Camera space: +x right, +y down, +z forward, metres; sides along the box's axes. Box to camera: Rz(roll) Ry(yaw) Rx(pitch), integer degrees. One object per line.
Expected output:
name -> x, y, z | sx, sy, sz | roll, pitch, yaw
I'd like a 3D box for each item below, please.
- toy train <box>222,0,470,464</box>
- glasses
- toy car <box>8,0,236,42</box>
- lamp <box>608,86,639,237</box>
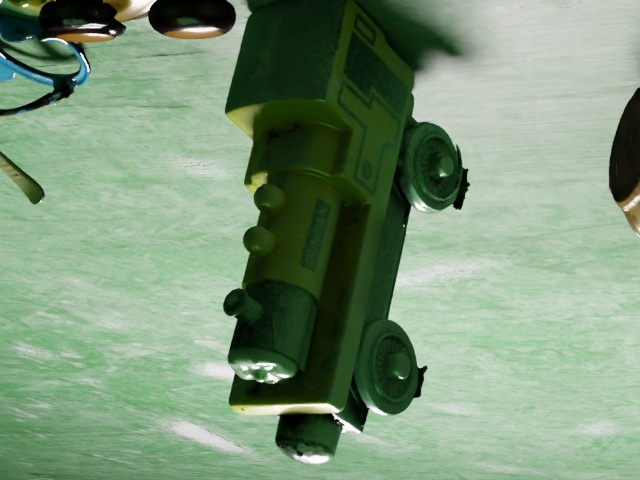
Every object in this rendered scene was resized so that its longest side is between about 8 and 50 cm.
toy train -> 0.000, 0.000, 1.572 | 0.150, 0.369, 0.237 | -6, 150, 35
glasses -> -0.278, -0.149, 1.634 | 0.102, 0.207, 0.239 | -35, 147, 10
toy car -> -0.109, -0.233, 1.270 | 0.247, 0.200, 0.142 | 2, 178, 22
lamp -> 0.349, -0.061, 1.554 | 0.185, 0.161, 0.161 | 13, 159, -8
